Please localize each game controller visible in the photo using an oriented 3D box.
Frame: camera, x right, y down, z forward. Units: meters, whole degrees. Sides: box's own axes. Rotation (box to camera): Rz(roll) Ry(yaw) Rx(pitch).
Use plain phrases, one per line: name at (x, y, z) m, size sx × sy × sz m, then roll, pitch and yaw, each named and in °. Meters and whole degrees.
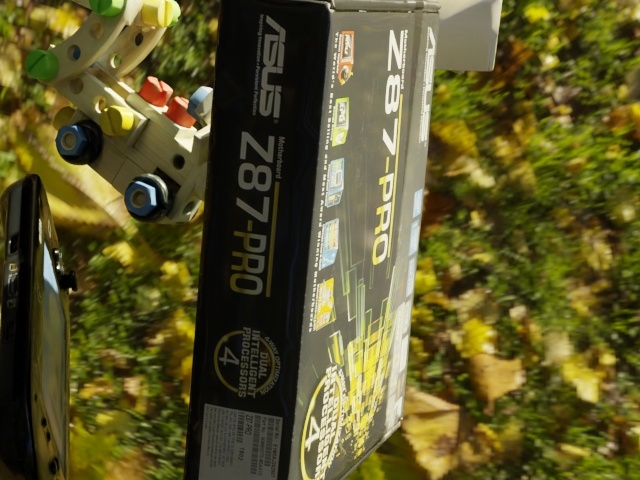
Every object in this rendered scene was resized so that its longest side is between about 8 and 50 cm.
game controller at (-0.226, 0.093, 1.130) m, size 0.067 × 0.166 × 0.319 m, roll -1°, pitch 42°, yaw -10°

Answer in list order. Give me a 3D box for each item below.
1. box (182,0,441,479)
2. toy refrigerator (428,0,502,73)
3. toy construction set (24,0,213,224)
box at (0.000, 0.000, 1.134) m, size 0.097 × 0.318 × 0.395 m, roll 8°, pitch 100°, yaw 16°
toy refrigerator at (0.105, -0.262, 1.654) m, size 0.102 × 0.269 × 0.094 m, roll 0°, pitch 107°, yaw -20°
toy construction set at (-0.159, -0.142, 1.376) m, size 0.151 × 0.327 × 0.215 m, roll 14°, pitch 113°, yaw -52°
